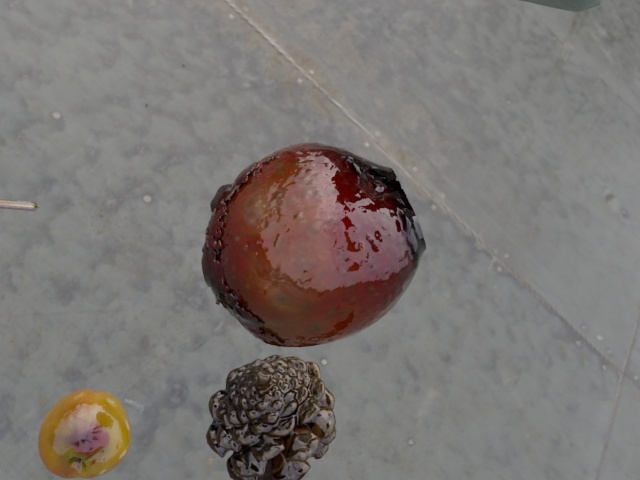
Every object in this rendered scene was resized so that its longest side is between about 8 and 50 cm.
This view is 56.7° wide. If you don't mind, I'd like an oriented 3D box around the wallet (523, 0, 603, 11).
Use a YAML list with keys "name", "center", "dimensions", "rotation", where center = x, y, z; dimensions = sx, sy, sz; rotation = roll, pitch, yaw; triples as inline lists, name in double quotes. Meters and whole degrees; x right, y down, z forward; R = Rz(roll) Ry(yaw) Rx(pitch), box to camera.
- name: "wallet"
  center: [0.236, -0.378, 0.711]
  dimensions: [0.252, 0.083, 0.360]
  rotation: [21, 7, 16]

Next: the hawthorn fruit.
- name: "hawthorn fruit"
  center: [-0.001, 0.003, 0.821]
  dimensions: [0.316, 0.316, 0.315]
  rotation: [15, 57, -23]

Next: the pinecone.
- name: "pinecone"
  center: [-0.084, 0.345, 1.105]
  dimensions: [0.244, 0.309, 0.244]
  rotation: [-6, 52, 8]

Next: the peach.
- name: "peach"
  center: [-0.367, 0.301, 0.935]
  dimensions: [0.138, 0.138, 0.138]
  rotation: [15, 57, -23]

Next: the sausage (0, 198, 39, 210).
- name: "sausage"
  center: [-0.480, -0.055, 0.899]
  dimensions: [0.100, 0.015, 0.015]
  rotation: [3, 62, -33]
